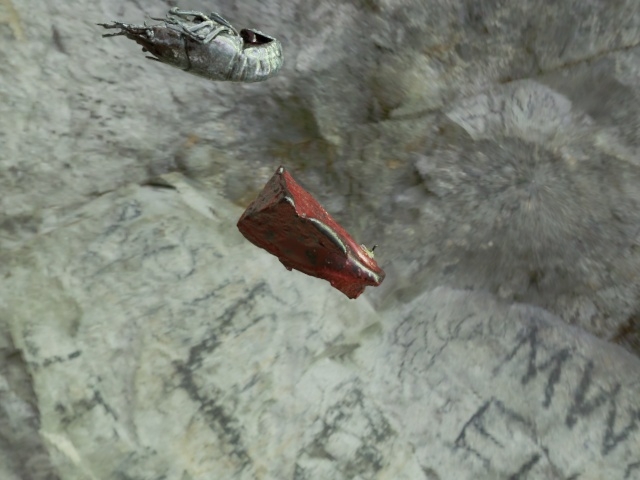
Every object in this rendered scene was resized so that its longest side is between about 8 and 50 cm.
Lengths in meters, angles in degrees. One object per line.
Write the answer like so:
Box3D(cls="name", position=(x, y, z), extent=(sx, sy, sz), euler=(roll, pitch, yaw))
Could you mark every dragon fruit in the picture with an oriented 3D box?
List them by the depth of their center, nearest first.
Box3D(cls="dragon fruit", position=(0.008, -0.013, 1.226), extent=(0.192, 0.092, 0.122), euler=(37, -35, -7))

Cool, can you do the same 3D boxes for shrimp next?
Box3D(cls="shrimp", position=(-0.112, -0.174, 0.855), extent=(0.165, 0.065, 0.056), euler=(18, -42, -11))
